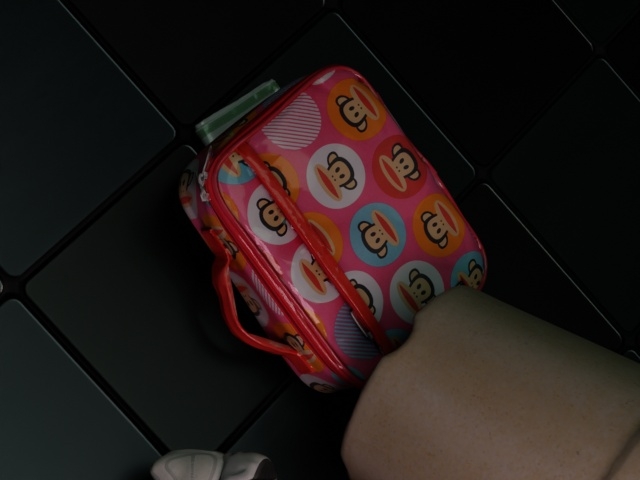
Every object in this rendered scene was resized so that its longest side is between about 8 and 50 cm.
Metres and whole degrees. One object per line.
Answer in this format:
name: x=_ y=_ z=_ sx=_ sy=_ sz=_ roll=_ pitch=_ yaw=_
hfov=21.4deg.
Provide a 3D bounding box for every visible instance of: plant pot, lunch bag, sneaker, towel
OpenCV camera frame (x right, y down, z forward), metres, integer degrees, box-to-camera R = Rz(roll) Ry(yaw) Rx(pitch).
plant pot: x=0.200 y=0.210 z=1.584 sx=0.305 sy=0.334 sz=0.334 roll=32 pitch=56 yaw=23
lunch bag: x=0.000 y=0.000 z=1.671 sx=0.258 sy=0.120 sz=0.293 roll=-41 pitch=102 yaw=-25
sneaker: x=-0.123 y=0.329 z=1.525 sx=0.118 sy=0.110 sz=0.292 roll=9 pitch=78 yaw=15
towel: x=-0.050 y=-0.078 z=1.741 sx=0.113 sy=0.023 sz=0.152 roll=-35 pitch=93 yaw=-30
